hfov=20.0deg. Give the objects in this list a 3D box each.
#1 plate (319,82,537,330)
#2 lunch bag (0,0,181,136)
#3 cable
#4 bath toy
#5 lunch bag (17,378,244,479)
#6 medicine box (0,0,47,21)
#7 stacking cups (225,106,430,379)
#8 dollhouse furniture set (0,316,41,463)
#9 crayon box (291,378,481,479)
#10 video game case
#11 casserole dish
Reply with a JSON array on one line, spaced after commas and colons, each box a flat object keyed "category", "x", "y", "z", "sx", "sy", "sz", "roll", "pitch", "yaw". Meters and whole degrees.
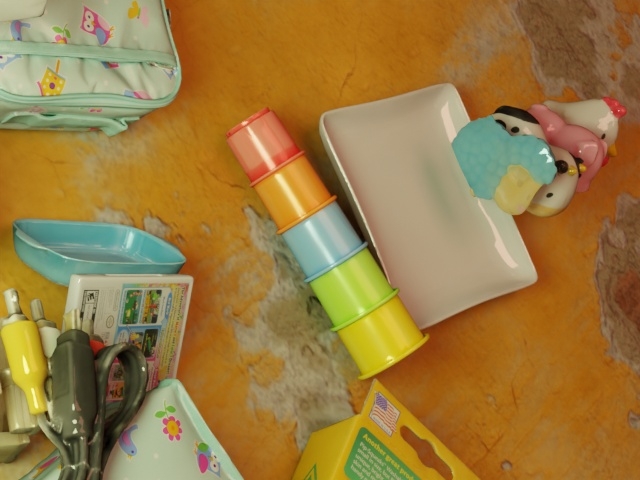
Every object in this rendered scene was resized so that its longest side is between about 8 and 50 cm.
[{"category": "plate", "x": 0.124, "y": -0.042, "z": 2.197, "sx": 0.278, "sy": 0.045, "sz": 0.277, "roll": -18, "pitch": 84, "yaw": -49}, {"category": "lunch bag", "x": -0.270, "y": -0.217, "z": 1.839, "sx": 0.279, "sy": 0.108, "sz": 0.224, "roll": -4, "pitch": 72, "yaw": -46}, {"category": "cable", "x": -0.212, "y": 0.180, "z": 1.549, "sx": 0.139, "sy": 0.072, "sz": 0.287, "roll": 23, "pitch": 54, "yaw": -43}, {"category": "bath toy", "x": 0.299, "y": -0.117, "z": 2.308, "sx": 0.348, "sy": 0.129, "sz": 0.151, "roll": -23, "pitch": 87, "yaw": -61}, {"category": "lunch bag", "x": -0.158, "y": 0.296, "z": 1.643, "sx": 0.223, "sy": 0.160, "sz": 0.262, "roll": -38, "pitch": 98, "yaw": -41}, {"category": "medicine box", "x": -0.406, "y": -0.325, "z": 1.613, "sx": 0.263, "sy": 0.149, "sz": 0.289, "roll": -13, "pitch": 53, "yaw": -36}, {"category": "stacking cups", "x": 0.000, "y": 0.000, "z": 2.029, "sx": 0.096, "sy": 0.096, "sz": 0.316, "roll": -31, "pitch": 89, "yaw": -49}, {"category": "dollhouse furniture set", "x": -0.331, "y": 0.119, "z": 1.597, "sx": 0.151, "sy": 0.144, "sz": 0.123, "roll": 0, "pitch": 65, "yaw": -30}, {"category": "crayon box", "x": 0.048, "y": 0.333, "z": 1.896, "sx": 0.203, "sy": 0.083, "sz": 0.323, "roll": 45, "pitch": 45, "yaw": -20}, {"category": "video game case", "x": -0.193, "y": 0.109, "z": 1.753, "sx": 0.143, "sy": 0.019, "sz": 0.157, "roll": 1, "pitch": 104, "yaw": -46}, {"category": "casserole dish", "x": -0.220, "y": 0.016, "z": 1.784, "sx": 0.188, "sy": 0.114, "sz": 0.037, "roll": 3, "pitch": 109, "yaw": -46}]
